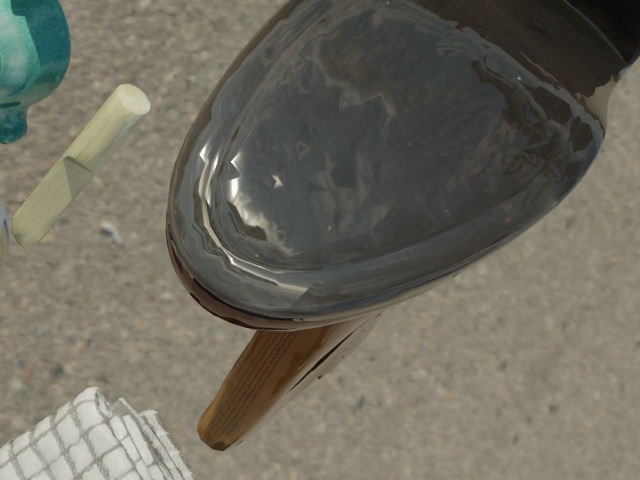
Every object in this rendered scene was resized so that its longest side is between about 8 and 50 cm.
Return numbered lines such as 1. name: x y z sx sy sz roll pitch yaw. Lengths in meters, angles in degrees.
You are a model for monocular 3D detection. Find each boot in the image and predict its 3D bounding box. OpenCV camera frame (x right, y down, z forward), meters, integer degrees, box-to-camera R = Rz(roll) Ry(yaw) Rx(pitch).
1. boot: 0.000 0.000 0.537 0.096 0.280 0.264 38 49 0

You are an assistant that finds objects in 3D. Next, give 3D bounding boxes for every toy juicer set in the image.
1. toy juicer set: -0.225 -0.169 1.093 0.329 0.209 0.089 59 32 -18

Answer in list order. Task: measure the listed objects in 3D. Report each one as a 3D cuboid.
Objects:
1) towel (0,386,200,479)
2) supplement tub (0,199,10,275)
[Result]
1. towel: -0.141 0.263 0.898 0.235 0.284 0.121 -37 164 14
2. supplement tub: -0.354 0.032 1.263 0.200 0.144 0.144 -95 170 -59
